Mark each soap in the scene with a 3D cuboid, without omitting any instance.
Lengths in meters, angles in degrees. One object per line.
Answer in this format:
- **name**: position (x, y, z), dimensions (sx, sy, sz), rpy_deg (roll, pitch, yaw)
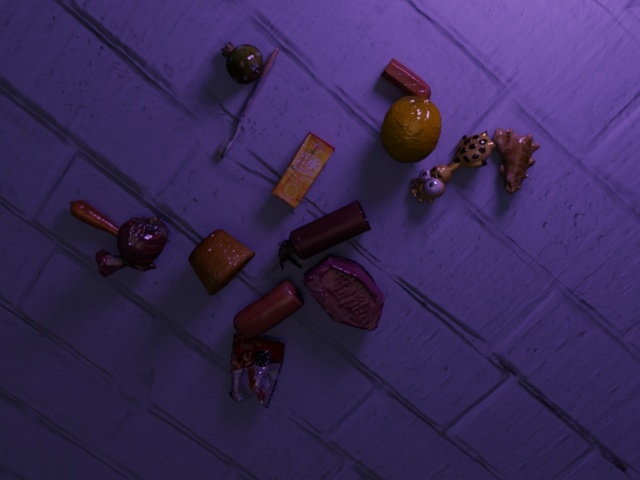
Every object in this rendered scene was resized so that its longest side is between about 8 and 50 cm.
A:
- **soap**: position (0.095, 0.179, 1.653), dimensions (0.182, 0.112, 0.289), rpy_deg (-36, 103, 16)

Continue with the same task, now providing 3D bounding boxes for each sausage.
- **sausage**: position (-0.182, 0.244, 1.689), dimensions (0.259, 0.113, 0.114), rpy_deg (-35, 102, 12)
- **sausage**: position (0.261, -0.460, 1.462), dimensions (0.169, 0.065, 0.065), rpy_deg (34, 106, -7)

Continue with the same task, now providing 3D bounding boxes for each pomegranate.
- **pomegranate**: position (-0.234, -0.525, 1.455), dimensions (0.142, 0.114, 0.115), rpy_deg (41, 107, 17)

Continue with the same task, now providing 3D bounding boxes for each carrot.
- **carrot**: position (-0.723, -0.052, 1.655), dimensions (0.256, 0.061, 0.061), rpy_deg (36, 106, -10)

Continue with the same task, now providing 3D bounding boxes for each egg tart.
- **egg tart**: position (-0.328, 0.063, 1.601), dimensions (0.147, 0.202, 0.202), rpy_deg (45, 105, -1)

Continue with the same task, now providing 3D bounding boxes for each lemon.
- **lemon**: position (0.263, -0.321, 1.443), dimensions (0.180, 0.181, 0.193), rpy_deg (36, 145, -8)

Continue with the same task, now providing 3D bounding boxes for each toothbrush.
- **toothbrush**: position (-0.221, -0.416, 1.524), dimensions (0.037, 0.028, 0.375), rpy_deg (33, 107, 1)

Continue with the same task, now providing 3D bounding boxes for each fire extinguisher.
- **fire extinguisher**: position (0.000, 0.000, 1.612), dimensions (0.337, 0.106, 0.147), rpy_deg (-25, 129, 12)

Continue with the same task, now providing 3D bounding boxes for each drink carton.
- **drink carton**: position (-0.054, -0.219, 1.554), dimensions (0.096, 0.071, 0.223), rpy_deg (32, 106, -6)

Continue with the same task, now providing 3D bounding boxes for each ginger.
- **ginger**: position (0.594, -0.247, 1.503), dimensions (0.115, 0.081, 0.206), rpy_deg (-15, 100, -6)

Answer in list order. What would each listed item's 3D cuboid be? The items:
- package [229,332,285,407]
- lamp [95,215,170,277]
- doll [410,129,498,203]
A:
- **package**: position (-0.233, 0.470, 1.790), dimensions (0.193, 0.071, 0.270), rpy_deg (6, 95, -1)
- **lamp**: position (-0.596, 0.021, 1.605), dimensions (0.215, 0.151, 0.223), rpy_deg (5, 103, -41)
- **doll**: position (0.400, -0.224, 1.520), dimensions (0.291, 0.086, 0.117), rpy_deg (-37, 62, 15)
